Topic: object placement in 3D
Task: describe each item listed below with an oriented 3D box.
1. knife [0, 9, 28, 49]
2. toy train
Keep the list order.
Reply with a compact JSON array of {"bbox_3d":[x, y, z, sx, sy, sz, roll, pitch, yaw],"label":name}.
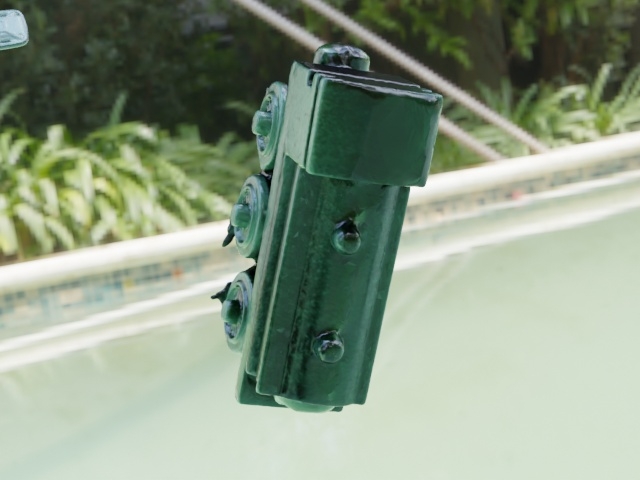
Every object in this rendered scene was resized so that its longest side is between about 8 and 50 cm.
[{"bbox_3d":[-0.185,-0.091,0.626,0.096,0.010,0.027,-11,49,-12],"label":"knife"},{"bbox_3d":[0.000,0.000,0.592,0.071,0.170,0.111,7,13,-15],"label":"toy train"}]
